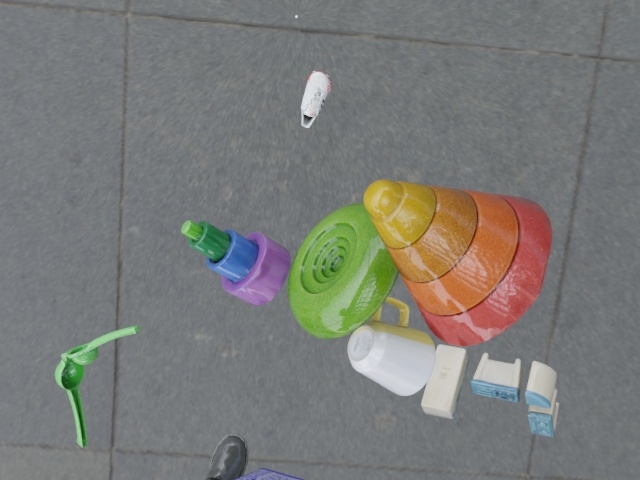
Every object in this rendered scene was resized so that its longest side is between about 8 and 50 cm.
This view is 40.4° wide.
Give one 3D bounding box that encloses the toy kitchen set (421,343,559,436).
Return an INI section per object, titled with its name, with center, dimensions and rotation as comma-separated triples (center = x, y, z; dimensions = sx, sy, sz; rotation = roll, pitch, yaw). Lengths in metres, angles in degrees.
[toy kitchen set]
center = 0.303, 0.290, 1.533
dimensions = 0.207, 0.122, 0.166
rotation = 8, 148, 23

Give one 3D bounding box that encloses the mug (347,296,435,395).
[mug]
center = 0.057, 0.096, 0.783
dimensions = 0.064, 0.078, 0.062
rotation = 25, 119, -34

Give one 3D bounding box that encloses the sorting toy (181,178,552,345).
[sorting toy]
center = 0.000, 0.000, 0.699
dimensions = 0.126, 0.366, 0.127
rotation = 32, 68, -33

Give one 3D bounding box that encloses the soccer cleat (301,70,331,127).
[soccer cleat]
center = -0.007, -0.164, 1.013
dimensions = 0.029, 0.083, 0.035
rotation = 19, 61, -3

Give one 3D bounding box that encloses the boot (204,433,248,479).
[boot]
center = -0.191, 0.441, 1.573
dimensions = 0.076, 0.208, 0.189
rotation = 16, 77, 8

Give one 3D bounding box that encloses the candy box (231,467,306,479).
[candy box]
center = -0.012, 0.506, 1.295
dimensions = 0.122, 0.317, 0.268
rotation = -13, 99, -41

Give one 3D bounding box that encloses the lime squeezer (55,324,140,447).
[lime squeezer]
center = -0.401, 0.223, 1.485
dimensions = 0.110, 0.059, 0.310
rotation = 49, 126, 27
